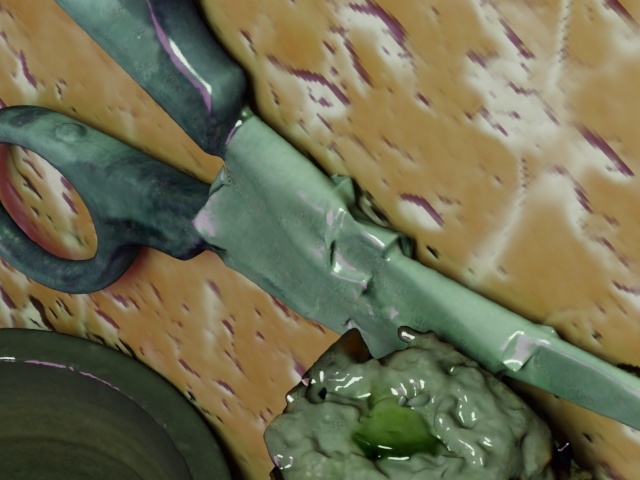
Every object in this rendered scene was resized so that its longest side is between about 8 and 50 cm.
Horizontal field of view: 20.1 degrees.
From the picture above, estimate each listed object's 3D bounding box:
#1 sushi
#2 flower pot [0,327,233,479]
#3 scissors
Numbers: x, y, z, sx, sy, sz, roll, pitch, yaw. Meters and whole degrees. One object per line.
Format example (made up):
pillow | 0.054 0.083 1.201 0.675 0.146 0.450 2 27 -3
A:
sushi | 0.029 0.089 0.623 0.098 0.094 0.084 37 141 24
flower pot | -0.143 0.175 0.845 0.235 0.235 0.148 37 159 23
scissors | 0.000 0.000 0.674 0.383 0.029 0.256 35 138 22
